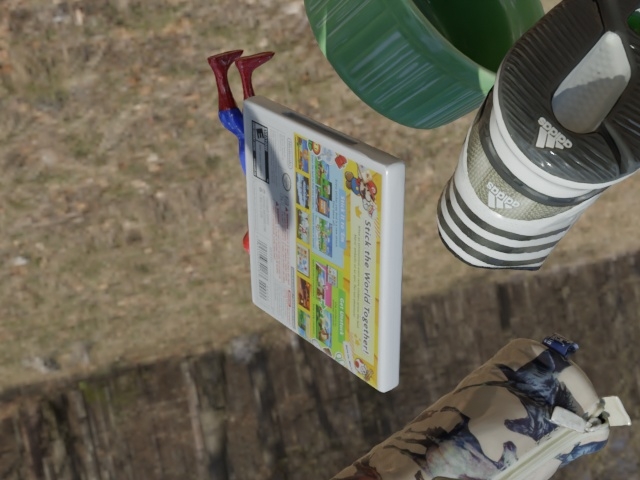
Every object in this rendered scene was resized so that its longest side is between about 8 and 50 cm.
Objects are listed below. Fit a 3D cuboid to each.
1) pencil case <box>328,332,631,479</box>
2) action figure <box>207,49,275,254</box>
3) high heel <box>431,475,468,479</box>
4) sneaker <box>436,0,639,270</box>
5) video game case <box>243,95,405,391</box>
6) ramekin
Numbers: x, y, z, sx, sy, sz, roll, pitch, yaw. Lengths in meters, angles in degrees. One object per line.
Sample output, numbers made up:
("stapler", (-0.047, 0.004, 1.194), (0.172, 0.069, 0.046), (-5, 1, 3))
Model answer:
("pencil case", (0.147, 0.266, 1.182), (0.410, 0.160, 0.183), (-31, -173, -28))
("action figure", (-0.035, -0.082, 1.213), (0.139, 0.281, 0.091), (-20, -158, -34))
("high heel", (0.166, 0.294, 0.791), (0.093, 0.261, 0.186), (-40, 160, -29))
("sneaker", (0.240, -0.138, 0.937), (0.447, 0.169, 0.257), (-41, 172, -33))
("video game case", (0.000, 0.000, 0.983), (0.026, 0.227, 0.206), (-21, -146, -33))
("ramekin", (0.122, -0.282, 1.284), (0.148, 0.303, 0.303), (-34, 169, 40))
